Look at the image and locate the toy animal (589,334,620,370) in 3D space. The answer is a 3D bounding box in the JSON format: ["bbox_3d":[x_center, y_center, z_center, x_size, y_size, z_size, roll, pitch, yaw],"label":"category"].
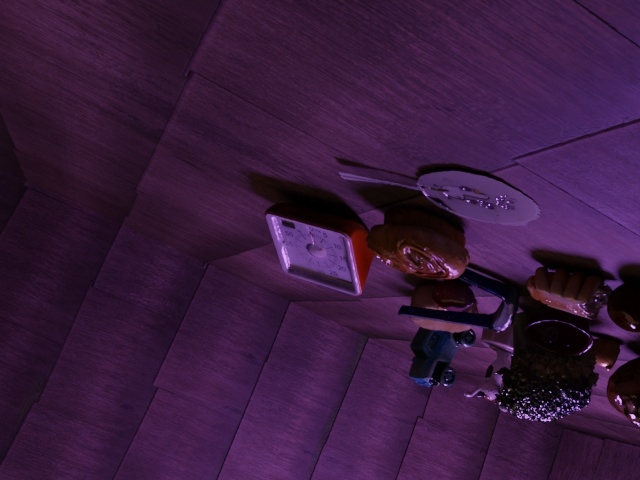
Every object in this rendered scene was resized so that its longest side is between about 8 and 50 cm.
[{"bbox_3d":[0.758,0.300,1.878,0.159,0.083,0.070,25,162,32],"label":"toy animal"}]

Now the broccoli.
[{"bbox_3d":[0.643,0.357,1.842,0.249,0.301,0.375,9,179,41],"label":"broccoli"}]

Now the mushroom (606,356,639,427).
[{"bbox_3d":[0.904,0.408,1.791,0.283,0.195,0.263,13,169,-43],"label":"mushroom"}]

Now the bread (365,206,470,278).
[{"bbox_3d":[0.227,0.013,1.516,0.198,0.120,0.236,32,165,-29],"label":"bread"}]

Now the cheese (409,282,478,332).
[{"bbox_3d":[0.387,0.219,2.082,0.214,0.117,0.226,17,163,-4],"label":"cheese"}]

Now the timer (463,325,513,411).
[{"bbox_3d":[0.582,0.410,2.171,0.175,0.266,0.175,21,166,5],"label":"timer"}]

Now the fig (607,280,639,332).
[{"bbox_3d":[0.647,0.139,1.383,0.109,0.103,0.154,58,-179,6],"label":"fig"}]

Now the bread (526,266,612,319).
[{"bbox_3d":[0.541,0.107,1.446,0.177,0.084,0.119,14,163,33],"label":"bread"}]

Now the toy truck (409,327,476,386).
[{"bbox_3d":[0.404,0.364,2.263,0.156,0.279,0.155,35,165,-11],"label":"toy truck"}]

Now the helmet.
[{"bbox_3d":[0.611,0.204,1.670,0.155,0.106,0.175,29,155,-3],"label":"helmet"}]

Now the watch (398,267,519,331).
[{"bbox_3d":[0.381,0.179,1.813,0.275,0.068,0.276,21,141,0],"label":"watch"}]

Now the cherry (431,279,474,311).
[{"bbox_3d":[0.384,0.161,1.915,0.126,0.087,0.106,-5,154,25],"label":"cherry"}]

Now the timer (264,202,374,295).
[{"bbox_3d":[0.000,0.000,1.770,0.257,0.161,0.250,16,158,26],"label":"timer"}]

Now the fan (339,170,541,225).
[{"bbox_3d":[0.223,-0.100,1.304,0.415,0.012,0.233,14,163,23],"label":"fan"}]
